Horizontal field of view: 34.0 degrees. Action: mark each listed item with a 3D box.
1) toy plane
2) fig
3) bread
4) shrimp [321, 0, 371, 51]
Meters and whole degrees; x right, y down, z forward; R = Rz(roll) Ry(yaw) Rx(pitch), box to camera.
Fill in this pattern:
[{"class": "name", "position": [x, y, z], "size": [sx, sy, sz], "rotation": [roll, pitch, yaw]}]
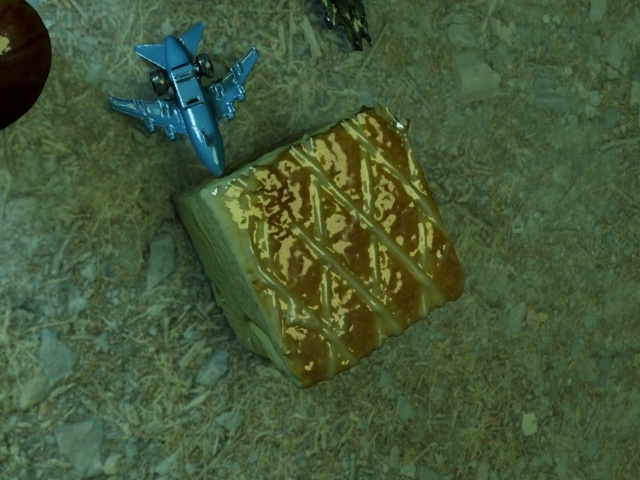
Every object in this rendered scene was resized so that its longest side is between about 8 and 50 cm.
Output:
[{"class": "toy plane", "position": [-0.206, -0.227, 1.679], "size": [0.254, 0.105, 0.271], "rotation": [-21, 62, -3]}, {"class": "fig", "position": [-0.508, -0.269, 1.513], "size": [0.235, 0.214, 0.235], "rotation": [-13, 124, -19]}, {"class": "bread", "position": [0.000, 0.000, 1.769], "size": [0.371, 0.279, 0.390], "rotation": [-31, 108, -22]}, {"class": "shrimp", "position": [0.052, -0.564, 1.885], "size": [0.272, 0.085, 0.445], "rotation": [-14, 96, -34]}]
